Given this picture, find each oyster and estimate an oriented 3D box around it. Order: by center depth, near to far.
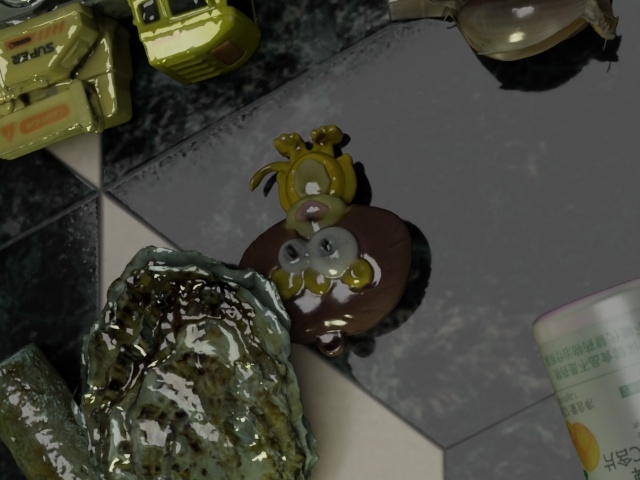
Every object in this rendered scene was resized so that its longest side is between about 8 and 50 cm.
[{"bbox_3d":[-0.097,0.142,1.187,0.198,0.112,0.268,7,103,9],"label":"oyster"}]

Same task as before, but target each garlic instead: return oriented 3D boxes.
[{"bbox_3d":[0.134,-0.209,1.185,0.194,0.127,0.131,5,90,33],"label":"garlic"}]

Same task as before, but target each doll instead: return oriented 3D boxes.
[{"bbox_3d":[-0.009,0.001,1.208,0.145,0.096,0.188,-33,69,1],"label":"doll"}]

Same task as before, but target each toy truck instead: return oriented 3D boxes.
[{"bbox_3d":[-0.183,-0.169,1.243,0.272,0.124,0.157,-17,81,11],"label":"toy truck"}]

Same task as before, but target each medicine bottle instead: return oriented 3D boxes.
[{"bbox_3d":[0.263,0.166,1.108,0.133,0.133,0.274,-22,81,10],"label":"medicine bottle"}]

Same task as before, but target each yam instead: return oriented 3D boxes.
[{"bbox_3d":[-0.224,0.166,1.250,0.078,0.078,0.179,-37,78,8],"label":"yam"}]
